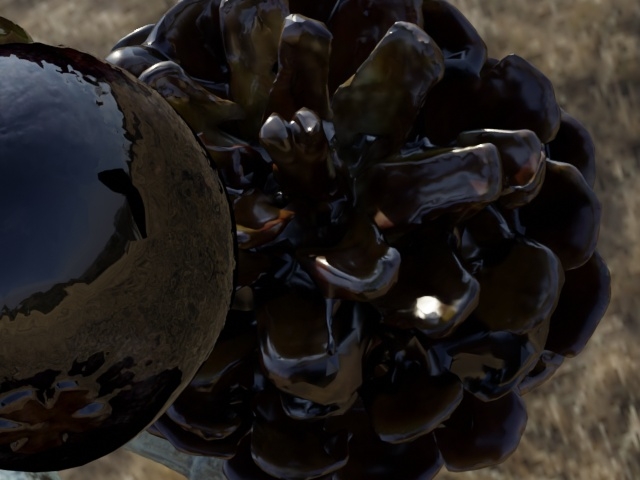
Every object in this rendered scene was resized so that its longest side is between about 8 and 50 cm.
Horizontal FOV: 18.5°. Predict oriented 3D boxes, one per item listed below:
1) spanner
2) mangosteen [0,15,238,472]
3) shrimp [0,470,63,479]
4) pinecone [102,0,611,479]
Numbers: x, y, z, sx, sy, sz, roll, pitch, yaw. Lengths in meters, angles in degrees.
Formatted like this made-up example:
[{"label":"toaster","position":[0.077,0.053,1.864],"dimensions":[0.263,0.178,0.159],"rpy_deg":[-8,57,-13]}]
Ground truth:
[{"label":"spanner","position":[-0.175,0.114,1.387],"dimensions":[0.302,0.071,0.017],"rpy_deg":[23,28,0]},{"label":"mangosteen","position":[-0.096,-0.010,0.571],"dimensions":[0.137,0.137,0.151],"rpy_deg":[-25,57,0]},{"label":"shrimp","position":[-0.201,0.197,1.184],"dimensions":[0.410,0.221,0.166],"rpy_deg":[27,86,43]},{"label":"pinecone","position":[-0.002,0.004,1.015],"dimensions":[0.298,0.296,0.242],"rpy_deg":[11,64,15]}]
